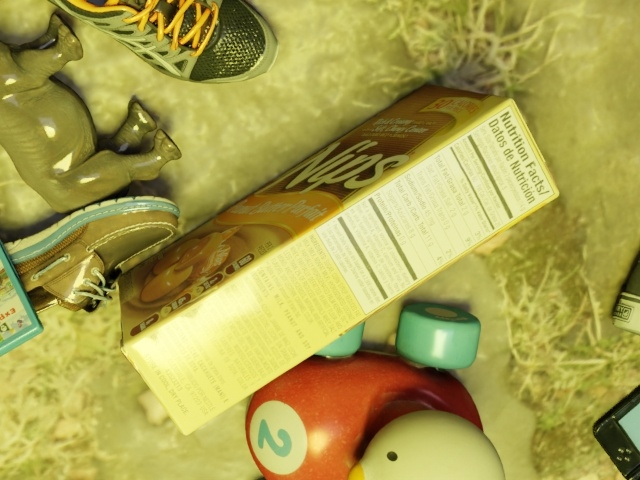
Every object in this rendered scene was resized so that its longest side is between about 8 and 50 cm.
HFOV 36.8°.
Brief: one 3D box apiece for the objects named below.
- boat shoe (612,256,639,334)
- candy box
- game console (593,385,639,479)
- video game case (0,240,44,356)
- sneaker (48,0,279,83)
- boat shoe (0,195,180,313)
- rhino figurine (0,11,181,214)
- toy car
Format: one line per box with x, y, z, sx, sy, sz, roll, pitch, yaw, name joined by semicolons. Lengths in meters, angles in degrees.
0.427;0.086;0.899;0.306;0.113;0.105;22;90;-1;boat shoe
0.000;0.000;0.739;0.316;0.183;0.088;-33;108;-4;candy box
0.345;0.191;0.920;0.122;0.071;0.107;-39;108;-3;game console
-0.293;0.026;0.716;0.119;0.015;0.166;-30;72;-5;video game case
-0.130;-0.176;0.724;0.214;0.083;0.084;20;95;-18;sneaker
-0.187;0.023;0.742;0.183;0.066;0.066;-22;69;11;boat shoe
-0.224;-0.121;0.719;0.106;0.073;0.243;-42;106;-1;rhino figurine
0.056;0.178;0.762;0.210;0.238;0.219;8;100;-15;toy car
